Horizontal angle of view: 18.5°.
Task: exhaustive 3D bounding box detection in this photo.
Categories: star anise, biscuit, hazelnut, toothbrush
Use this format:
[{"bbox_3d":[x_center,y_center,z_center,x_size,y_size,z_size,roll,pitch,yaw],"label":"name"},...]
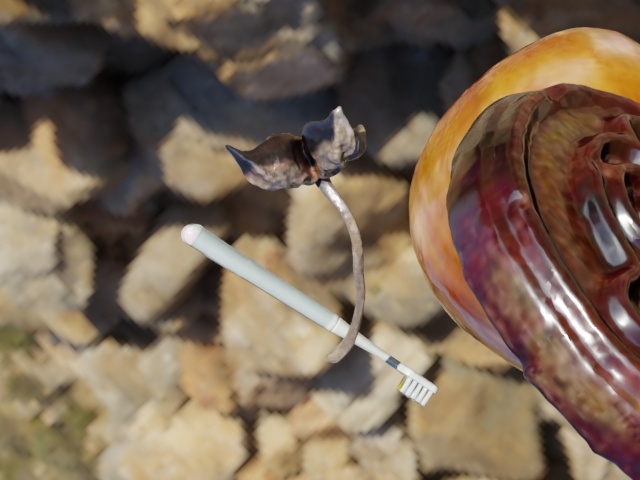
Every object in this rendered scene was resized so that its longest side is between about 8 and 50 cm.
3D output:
[{"bbox_3d":[0.000,0.000,1.954,0.227,0.148,0.218,68,154,6],"label":"star anise"},{"bbox_3d":[0.271,0.041,1.464,0.407,0.407,0.091,46,121,1],"label":"biscuit"},{"bbox_3d":[0.247,-0.010,1.826,0.315,0.372,0.372,-30,106,19],"label":"hazelnut"},{"bbox_3d":[-0.009,0.080,2.115,0.342,0.030,0.025,36,170,-19],"label":"toothbrush"}]
